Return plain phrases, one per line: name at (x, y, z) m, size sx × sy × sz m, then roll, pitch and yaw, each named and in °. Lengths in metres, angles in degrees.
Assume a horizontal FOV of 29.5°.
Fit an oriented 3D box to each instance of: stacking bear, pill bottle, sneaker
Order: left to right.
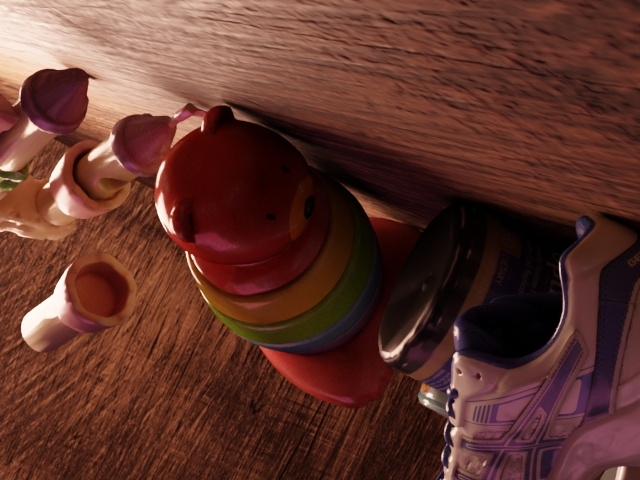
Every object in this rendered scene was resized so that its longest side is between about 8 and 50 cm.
stacking bear at (-0.035, 0.001, 0.982) m, size 0.164 × 0.175 × 0.289 m, roll 16°, pitch 163°, yaw 25°
sneaker at (0.120, 0.096, 0.717) m, size 0.131 × 0.296 × 0.112 m, roll 39°, pitch -142°, yaw 1°
pill bottle at (0.160, 0.072, 0.823) m, size 0.219 × 0.123 × 0.123 m, roll 25°, pitch 177°, yaw -10°

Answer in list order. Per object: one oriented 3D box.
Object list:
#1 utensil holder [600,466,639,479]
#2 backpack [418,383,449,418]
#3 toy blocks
utensil holder at (0.391, 0.330, 1.394) m, size 0.385 × 0.327 × 0.327 m, roll 26°, pitch 177°, yaw -19°
backpack at (0.146, 0.086, 0.989) m, size 0.188 × 0.144 × 0.166 m, roll 28°, pitch -178°, yaw 7°
toy blocks at (-0.270, -0.097, 0.993) m, size 0.288 × 0.309 × 0.260 m, roll 14°, pitch 151°, yaw -34°
